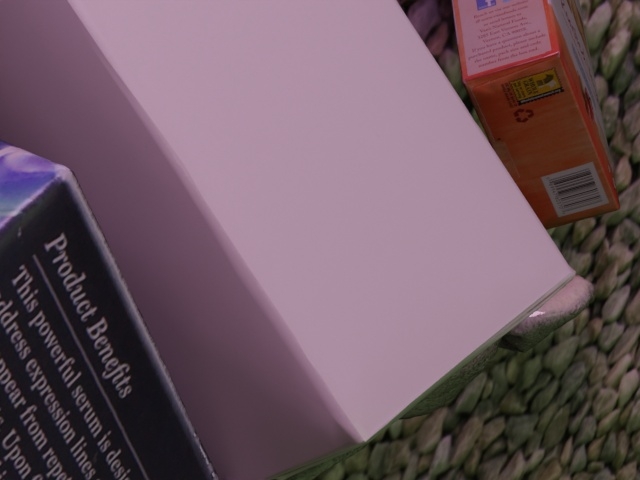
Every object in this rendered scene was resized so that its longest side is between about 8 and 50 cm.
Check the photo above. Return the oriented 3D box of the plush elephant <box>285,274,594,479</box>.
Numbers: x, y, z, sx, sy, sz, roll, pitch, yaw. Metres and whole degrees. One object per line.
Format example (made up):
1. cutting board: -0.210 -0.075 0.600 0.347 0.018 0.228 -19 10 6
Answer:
1. plush elephant: 0.000 0.000 1.012 0.272 0.255 0.330 -36 132 -35

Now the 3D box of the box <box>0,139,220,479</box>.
1. box: -0.288 0.125 0.692 0.395 0.294 0.212 -45 137 -28

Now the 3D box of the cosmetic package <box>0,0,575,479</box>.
1. cosmetic package: -0.080 -0.073 0.787 0.155 0.197 0.365 -36 94 -36

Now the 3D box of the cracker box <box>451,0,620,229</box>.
1. cracker box: 0.135 -0.144 1.159 0.155 0.067 0.232 58 21 -46
